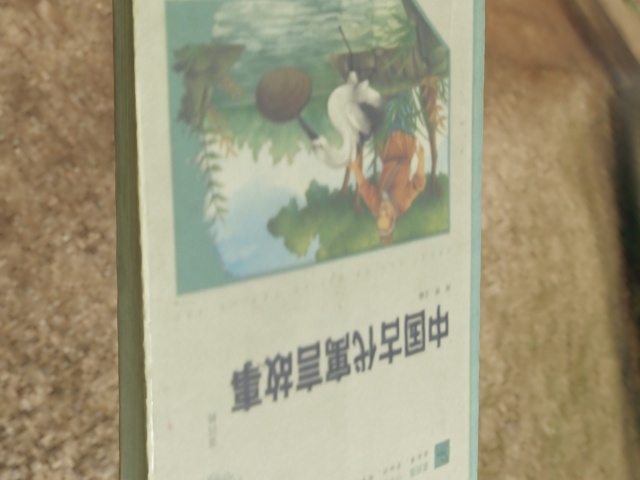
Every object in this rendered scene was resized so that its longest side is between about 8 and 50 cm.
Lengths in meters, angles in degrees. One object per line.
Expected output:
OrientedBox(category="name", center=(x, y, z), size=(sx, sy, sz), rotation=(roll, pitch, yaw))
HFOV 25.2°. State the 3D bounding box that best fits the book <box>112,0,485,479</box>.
OrientedBox(category="book", center=(0.000, 0.000, 0.588), size=(0.215, 0.025, 0.282), rotation=(-13, 106, -45))
